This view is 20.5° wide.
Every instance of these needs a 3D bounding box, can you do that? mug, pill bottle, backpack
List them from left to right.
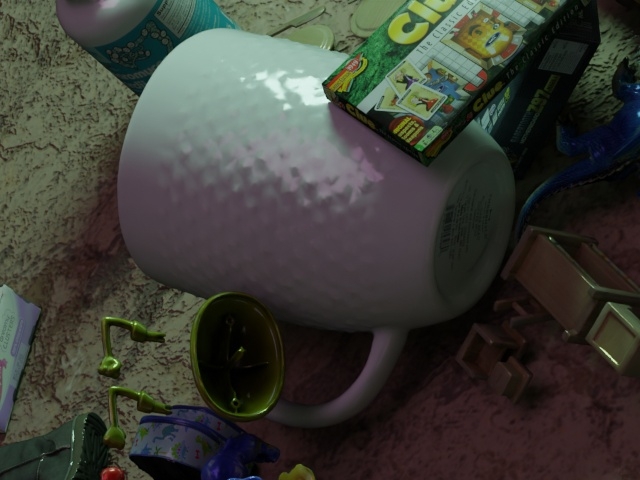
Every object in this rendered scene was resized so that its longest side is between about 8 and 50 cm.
[{"bbox_3d":[-0.207,-0.259,2.060,0.146,0.264,0.146,-20,51,27],"label":"pill bottle"},{"bbox_3d":[-0.132,0.214,1.792,0.105,0.114,0.084,-2,61,38],"label":"backpack"},{"bbox_3d":[0.000,0.000,1.750,0.328,0.276,0.374,16,95,31],"label":"mug"}]

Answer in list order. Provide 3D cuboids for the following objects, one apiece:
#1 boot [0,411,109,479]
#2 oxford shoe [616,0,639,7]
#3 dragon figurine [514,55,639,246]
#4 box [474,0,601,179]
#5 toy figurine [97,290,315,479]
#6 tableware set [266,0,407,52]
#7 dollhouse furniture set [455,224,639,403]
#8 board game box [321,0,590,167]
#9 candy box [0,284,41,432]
[{"bbox_3d":[-0.333,0.285,1.927,0.209,0.076,0.189,-19,37,18],"label":"boot"},{"bbox_3d":[0.286,-0.321,1.865,0.098,0.097,0.271,-47,36,30],"label":"oxford shoe"},{"bbox_3d":[0.302,-0.086,1.665,0.289,0.085,0.144,-41,34,-8],"label":"dragon figurine"},{"bbox_3d":[0.206,-0.199,1.753,0.232,0.059,0.183,114,161,-55],"label":"box"},{"bbox_3d":[-0.108,0.256,1.677,0.191,0.217,0.362,-7,68,-8],"label":"toy figurine"},{"bbox_3d":[0.031,-0.228,2.021,0.194,0.039,0.128,-24,38,16],"label":"tableware set"},{"bbox_3d":[0.238,0.106,1.624,0.182,0.101,0.161,50,121,45],"label":"dollhouse furniture set"},{"bbox_3d":[0.136,-0.193,1.617,0.259,0.030,0.136,-46,53,-12],"label":"board game box"},{"bbox_3d":[-0.444,0.147,2.107,0.196,0.070,0.164,-7,58,35],"label":"candy box"}]
